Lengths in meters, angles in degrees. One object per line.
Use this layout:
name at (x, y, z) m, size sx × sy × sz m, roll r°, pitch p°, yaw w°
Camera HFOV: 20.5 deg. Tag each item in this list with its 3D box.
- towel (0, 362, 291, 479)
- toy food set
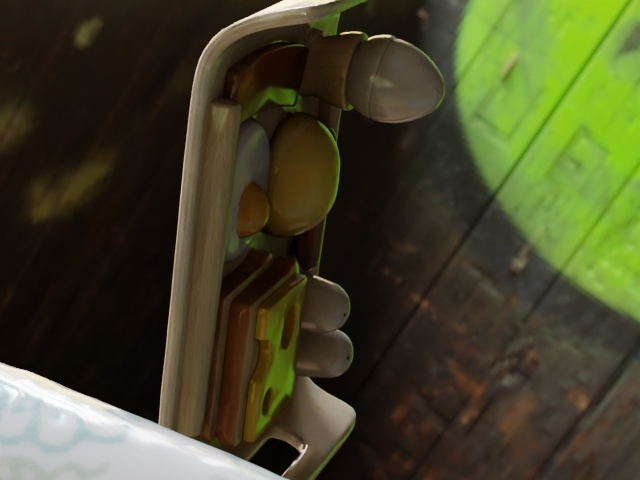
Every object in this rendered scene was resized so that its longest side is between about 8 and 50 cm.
towel at (-0.085, 0.251, 0.579) m, size 0.321 × 0.374 × 0.090 m, roll 21°, pitch -11°, yaw 16°
toy food set at (0.000, 0.000, 0.989) m, size 0.092 × 0.306 × 0.220 m, roll 12°, pitch 19°, yaw 15°
